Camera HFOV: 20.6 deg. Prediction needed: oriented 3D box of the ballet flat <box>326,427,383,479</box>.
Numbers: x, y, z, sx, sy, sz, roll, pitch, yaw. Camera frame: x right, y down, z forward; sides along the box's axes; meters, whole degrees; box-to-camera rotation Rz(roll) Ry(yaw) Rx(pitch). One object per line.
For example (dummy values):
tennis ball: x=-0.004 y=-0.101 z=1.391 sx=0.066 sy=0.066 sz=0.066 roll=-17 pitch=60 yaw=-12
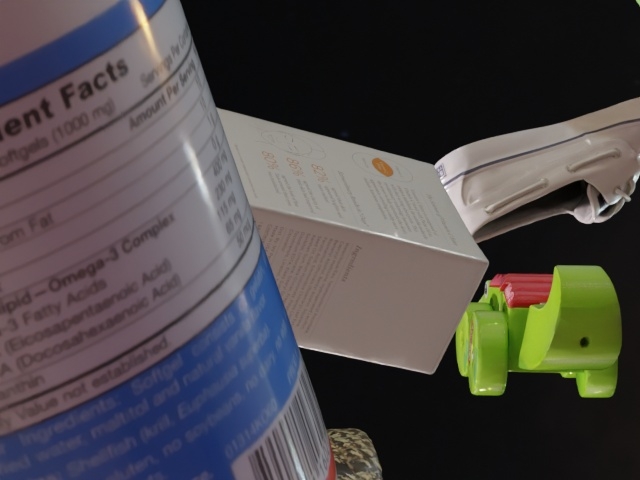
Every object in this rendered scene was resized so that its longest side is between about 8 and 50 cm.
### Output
ballet flat: x=0.103 y=0.269 z=0.709 sx=0.182 sy=0.164 sz=0.483 roll=-26 pitch=-113 yaw=-26

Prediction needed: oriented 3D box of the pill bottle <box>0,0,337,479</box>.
pill bottle: x=-0.083 y=-0.017 z=0.385 sx=0.124 sy=0.124 sz=0.221 roll=-29 pitch=-66 yaw=-25

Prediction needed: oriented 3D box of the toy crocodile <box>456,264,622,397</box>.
toy crocodile: x=0.175 y=0.067 z=1.433 sx=0.115 sy=0.340 sz=0.105 roll=1 pitch=-88 yaw=0

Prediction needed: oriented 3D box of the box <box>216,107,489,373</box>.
box: x=0.000 y=0.000 z=1.127 sx=0.170 sy=0.130 sz=0.091 roll=14 pitch=-63 yaw=-22

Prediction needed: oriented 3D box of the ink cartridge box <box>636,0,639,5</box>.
ink cartridge box: x=0.233 y=-0.292 z=0.974 sx=0.198 sy=0.115 sz=0.273 roll=49 pitch=-116 yaw=-22

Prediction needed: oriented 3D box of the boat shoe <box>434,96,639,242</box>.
boat shoe: x=0.225 y=-0.054 z=1.501 sx=0.258 sy=0.095 sz=0.084 roll=-16 pitch=-112 yaw=-9
